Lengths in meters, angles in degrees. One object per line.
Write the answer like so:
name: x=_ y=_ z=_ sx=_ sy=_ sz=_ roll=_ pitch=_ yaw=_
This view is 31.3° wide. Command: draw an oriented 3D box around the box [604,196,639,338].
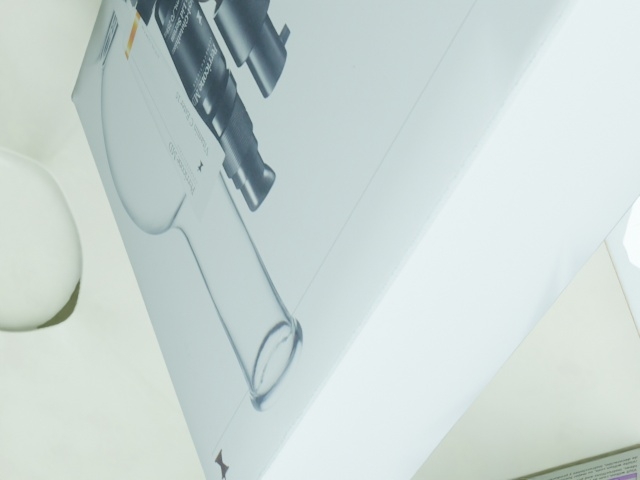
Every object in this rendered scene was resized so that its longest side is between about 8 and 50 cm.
box: x=0.248 y=0.009 z=0.549 sx=0.168 sy=0.215 sz=0.345 roll=-17 pitch=105 yaw=24

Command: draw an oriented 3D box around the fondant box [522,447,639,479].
fondant box: x=0.085 y=0.269 z=0.643 sx=0.238 sy=0.330 sz=0.096 roll=-22 pitch=103 yaw=25

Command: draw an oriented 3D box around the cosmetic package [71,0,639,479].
cosmetic package: x=0.016 y=-0.101 z=0.469 sx=0.284 sy=0.097 sz=0.377 roll=62 pitch=139 yaw=33
